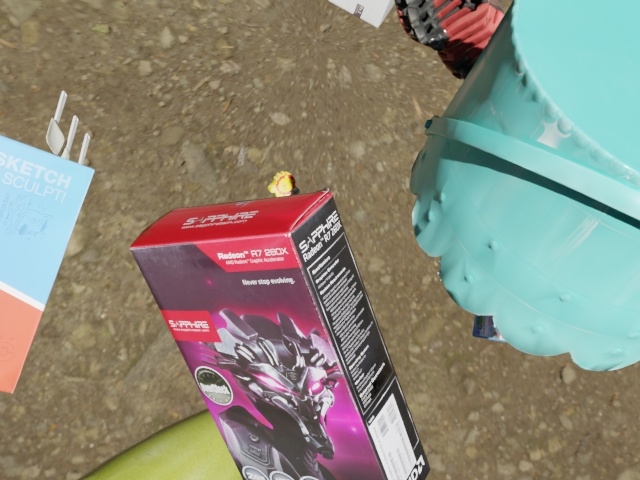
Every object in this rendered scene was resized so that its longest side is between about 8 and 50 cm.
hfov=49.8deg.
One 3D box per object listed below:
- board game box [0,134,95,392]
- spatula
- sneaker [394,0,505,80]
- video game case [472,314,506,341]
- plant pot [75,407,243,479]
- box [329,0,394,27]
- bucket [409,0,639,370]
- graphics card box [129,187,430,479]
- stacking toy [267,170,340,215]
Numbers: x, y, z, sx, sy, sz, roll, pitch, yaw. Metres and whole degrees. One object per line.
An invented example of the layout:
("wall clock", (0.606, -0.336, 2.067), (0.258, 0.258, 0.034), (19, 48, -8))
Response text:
("board game box", (-0.405, -0.012, 0.633), (0.316, 0.064, 0.242), (20, 89, -29))
("spatula", (-0.553, -0.222, 1.524), (0.019, 0.242, 0.168), (-15, 131, 4))
("sneaker", (0.137, -0.272, 0.754), (0.097, 0.276, 0.135), (-28, 71, 23))
("video game case", (0.403, 0.153, 1.409), (0.166, 0.015, 0.119), (8, 105, 7))
("plant pot", (-0.264, 0.460, 1.294), (0.274, 0.293, 0.275), (27, 138, 28))
("box", (0.122, -0.550, 1.332), (0.119, 0.182, 0.181), (29, 144, 1))
("bucket", (0.218, -0.060, 0.502), (0.281, 0.281, 0.183), (10, 145, -3))
("graphics card box", (-0.040, 0.136, 0.776), (0.232, 0.094, 0.371), (-4, 117, 35))
("stacking toy", (0.000, 0.000, 1.170), (0.052, 0.167, 0.221), (-33, 126, -11))
